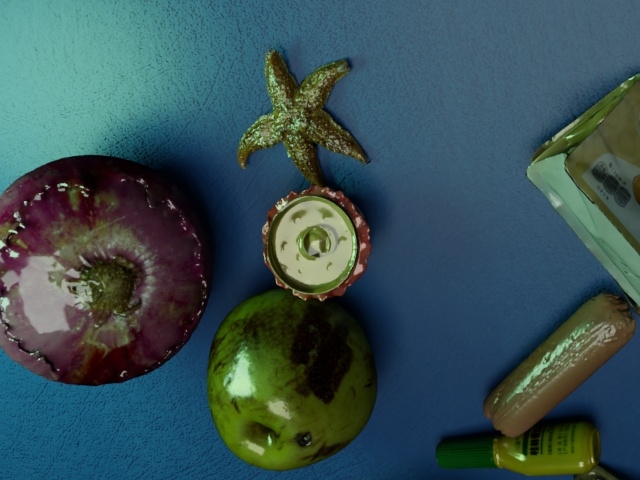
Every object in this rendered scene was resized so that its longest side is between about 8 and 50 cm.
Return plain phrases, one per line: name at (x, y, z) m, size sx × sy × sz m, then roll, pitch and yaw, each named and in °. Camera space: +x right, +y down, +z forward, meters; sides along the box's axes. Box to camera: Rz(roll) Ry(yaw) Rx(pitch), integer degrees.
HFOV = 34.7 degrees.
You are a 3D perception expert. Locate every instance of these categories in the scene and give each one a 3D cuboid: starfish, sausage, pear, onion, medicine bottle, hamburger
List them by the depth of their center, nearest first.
starfish at (-0.035, -0.175, 1.546) m, size 0.240 × 0.043 × 0.227 m, roll -34°, pitch 98°, yaw 26°
hamburger at (0.000, 0.003, 1.550) m, size 0.175 × 0.137 × 0.175 m, roll 1°, pitch 94°, yaw 12°
sausage at (0.361, 0.193, 1.558) m, size 0.086 × 0.086 × 0.289 m, roll 40°, pitch 114°, yaw -3°
pear at (-0.048, 0.212, 1.575) m, size 0.283 × 0.283 × 0.283 m, roll 5°, pitch 112°, yaw 13°
onion at (-0.344, 0.035, 1.586) m, size 0.358 × 0.345 × 0.358 m, roll -1°, pitch 114°, yaw -3°
medicine bottle at (0.310, 0.335, 1.626) m, size 0.260 × 0.095 × 0.064 m, roll -11°, pitch 124°, yaw 28°

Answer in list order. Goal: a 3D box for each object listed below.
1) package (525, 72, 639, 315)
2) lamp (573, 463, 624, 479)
package at (0.444, -0.038, 1.433) m, size 0.311 × 0.221 × 0.165 m, roll 48°, pitch 154°, yaw -8°
lamp at (0.516, 0.305, 1.565) m, size 0.203 × 0.124 × 0.283 m, roll 23°, pitch 119°, yaw 27°
